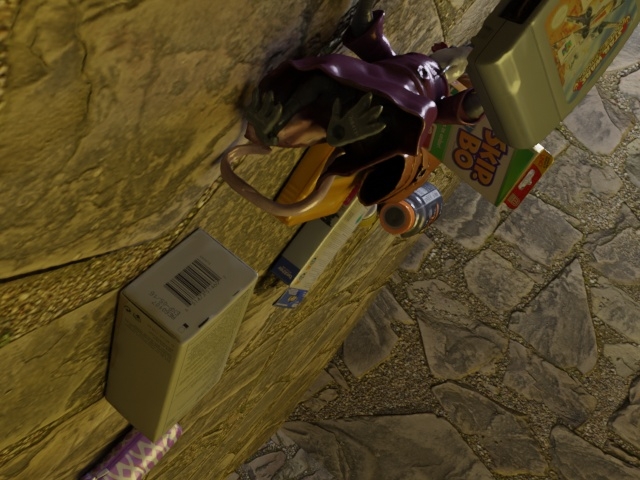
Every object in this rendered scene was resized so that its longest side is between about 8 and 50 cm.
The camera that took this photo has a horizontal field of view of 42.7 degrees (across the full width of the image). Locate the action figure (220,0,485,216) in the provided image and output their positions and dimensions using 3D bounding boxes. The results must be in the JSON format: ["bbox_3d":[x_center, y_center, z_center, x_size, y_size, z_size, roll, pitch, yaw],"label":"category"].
[{"bbox_3d":[0.095,-0.167,1.030,0.370,0.248,0.275,-32,159,-52],"label":"action figure"}]

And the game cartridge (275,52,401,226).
[{"bbox_3d":[0.060,-0.169,1.393,0.323,0.053,0.285,-56,168,17],"label":"game cartridge"}]

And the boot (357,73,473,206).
[{"bbox_3d":[0.182,-0.182,1.523,0.283,0.109,0.220,-49,167,28],"label":"boot"}]

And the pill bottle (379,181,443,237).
[{"bbox_3d":[0.236,-0.081,2.185,0.130,0.130,0.246,-56,167,23],"label":"pill bottle"}]

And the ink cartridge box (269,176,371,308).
[{"bbox_3d":[0.000,0.000,1.664,0.311,0.065,0.186,-55,168,2],"label":"ink cartridge box"}]

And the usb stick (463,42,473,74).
[{"bbox_3d":[0.250,-0.324,1.679,0.278,0.045,0.077,-44,166,-38],"label":"usb stick"}]

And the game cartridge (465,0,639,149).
[{"bbox_3d":[0.284,-0.252,0.908,0.297,0.062,0.198,-52,140,-5],"label":"game cartridge"}]

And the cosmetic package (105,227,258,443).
[{"bbox_3d":[-0.204,0.143,1.163,0.160,0.113,0.309,-43,167,-38],"label":"cosmetic package"}]

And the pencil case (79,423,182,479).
[{"bbox_3d":[-0.344,0.389,1.482,0.206,0.086,0.088,-47,141,-29],"label":"pencil case"}]

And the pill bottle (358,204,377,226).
[{"bbox_3d":[0.093,-0.065,1.822,0.065,0.065,0.116,-50,168,-8],"label":"pill bottle"}]

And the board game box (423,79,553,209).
[{"bbox_3d":[0.242,-0.166,1.330,0.039,0.259,0.124,-38,163,-48],"label":"board game box"}]
